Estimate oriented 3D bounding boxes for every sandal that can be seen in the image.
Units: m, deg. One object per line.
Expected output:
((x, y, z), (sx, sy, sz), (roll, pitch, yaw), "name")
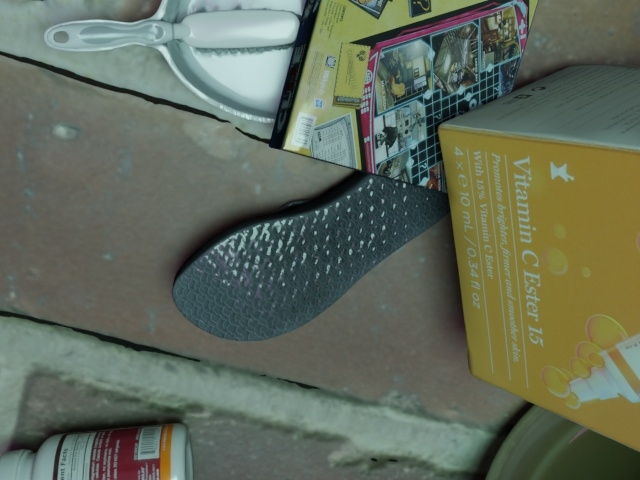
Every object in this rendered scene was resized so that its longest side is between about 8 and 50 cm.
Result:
((0.001, 0.000, 0.618), (0.254, 0.054, 0.097), (-28, 110, -9), "sandal")

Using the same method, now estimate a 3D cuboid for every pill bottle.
((-0.186, 0.203, 0.632), (0.152, 0.086, 0.086), (-4, 106, -4), "pill bottle")

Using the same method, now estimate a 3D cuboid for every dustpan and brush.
((-0.090, -0.154, 0.554), (0.211, 0.060, 0.147), (-4, 106, -5), "dustpan and brush")

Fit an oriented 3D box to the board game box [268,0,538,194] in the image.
((0.073, -0.164, 0.552), (0.165, 0.042, 0.243), (14, 96, -19), "board game box")

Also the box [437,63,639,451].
((0.265, 0.019, 0.469), (0.168, 0.345, 0.215), (-27, 117, -31), "box")

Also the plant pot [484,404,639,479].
((0.330, 0.299, 0.624), (0.323, 0.323, 0.280), (-34, 122, 4), "plant pot")
